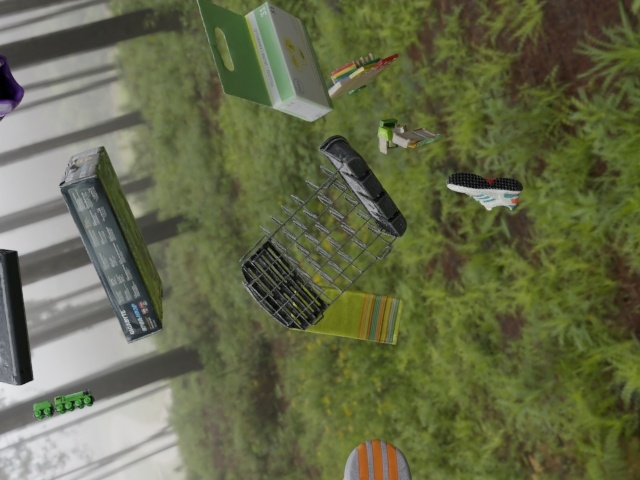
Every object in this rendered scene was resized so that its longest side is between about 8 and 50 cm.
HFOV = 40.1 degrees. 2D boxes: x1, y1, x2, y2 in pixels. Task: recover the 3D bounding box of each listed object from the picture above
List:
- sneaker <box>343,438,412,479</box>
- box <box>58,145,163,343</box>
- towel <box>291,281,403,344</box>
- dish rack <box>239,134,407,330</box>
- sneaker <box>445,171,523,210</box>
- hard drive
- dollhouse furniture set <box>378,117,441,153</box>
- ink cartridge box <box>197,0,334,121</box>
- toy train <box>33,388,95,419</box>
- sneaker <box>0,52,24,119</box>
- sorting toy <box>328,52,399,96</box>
[{"bbox_3d":[0.085,0.457,1.253,0.180,0.124,0.321,94,179,-67],"label":"sneaker"},{"bbox_3d":[-0.266,0.000,1.140,0.175,0.051,0.220,-120,10,-69],"label":"box"},{"bbox_3d":[0.057,0.154,1.853,0.021,0.237,0.102,158,120,-76],"label":"towel"},{"bbox_3d":[0.000,0.000,1.344,0.074,0.271,0.208,36,169,51],"label":"dish rack"},{"bbox_3d":[0.344,-0.097,1.860,0.057,0.161,0.075,-84,-1,-50],"label":"sneaker"},{"bbox_3d":[-0.334,0.073,0.880,0.094,0.022,0.135,5,105,32],"label":"hard drive"},{"bbox_3d":[0.160,-0.186,1.670,0.151,0.076,0.058,37,134,56],"label":"dollhouse furniture set"},{"bbox_3d":[-0.081,-0.289,1.368,0.235,0.056,0.171,8,-119,-60],"label":"ink cartridge box"},{"bbox_3d":[-0.345,0.219,1.177,0.017,0.083,0.024,83,171,-55],"label":"toy train"},{"bbox_3d":[-0.524,-0.276,1.299,0.104,0.095,0.236,-2,132,36],"label":"sneaker"},{"bbox_3d":[0.074,-0.375,1.979,0.046,0.132,0.274,64,163,-1],"label":"sorting toy"}]
